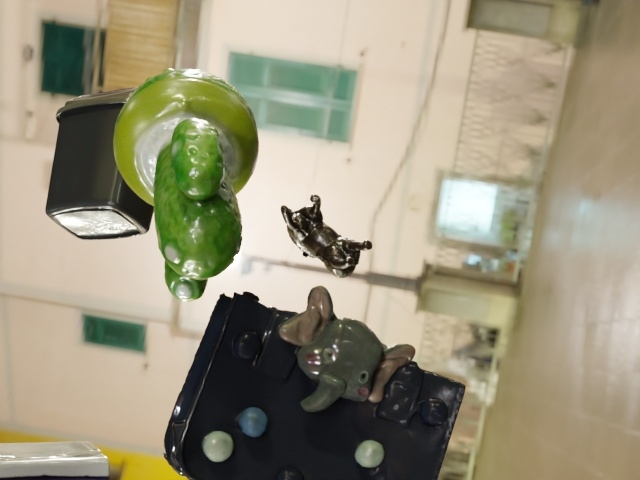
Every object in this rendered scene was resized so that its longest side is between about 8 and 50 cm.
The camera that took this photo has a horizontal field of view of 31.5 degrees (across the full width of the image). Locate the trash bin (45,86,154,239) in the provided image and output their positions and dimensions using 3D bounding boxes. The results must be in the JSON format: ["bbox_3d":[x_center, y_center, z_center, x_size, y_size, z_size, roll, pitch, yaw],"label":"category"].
[{"bbox_3d":[-0.399,-0.156,2.154,0.182,0.209,0.290,49,-138,-55],"label":"trash bin"}]

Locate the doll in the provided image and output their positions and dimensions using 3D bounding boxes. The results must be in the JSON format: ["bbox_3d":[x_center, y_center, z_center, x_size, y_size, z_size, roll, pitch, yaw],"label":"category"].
[{"bbox_3d":[0.000,0.000,1.565,0.057,0.139,0.165,-46,-10,-14],"label":"doll"}]

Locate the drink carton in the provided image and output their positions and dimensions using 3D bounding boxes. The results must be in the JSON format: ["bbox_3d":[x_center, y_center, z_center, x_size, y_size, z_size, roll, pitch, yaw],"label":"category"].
[{"bbox_3d":[-0.282,0.312,1.091,0.102,0.134,0.222,3,90,64],"label":"drink carton"}]

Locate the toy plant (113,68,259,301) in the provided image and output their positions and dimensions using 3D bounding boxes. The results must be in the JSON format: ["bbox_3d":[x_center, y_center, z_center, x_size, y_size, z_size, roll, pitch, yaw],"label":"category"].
[{"bbox_3d":[-0.159,-0.067,1.358,0.316,0.184,0.224,-103,20,-59],"label":"toy plant"}]

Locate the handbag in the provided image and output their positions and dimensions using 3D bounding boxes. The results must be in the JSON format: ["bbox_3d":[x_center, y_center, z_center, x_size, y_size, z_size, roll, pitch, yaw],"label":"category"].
[{"bbox_3d":[0.001,0.203,1.374,0.118,0.325,0.269,168,122,-74],"label":"handbag"}]
